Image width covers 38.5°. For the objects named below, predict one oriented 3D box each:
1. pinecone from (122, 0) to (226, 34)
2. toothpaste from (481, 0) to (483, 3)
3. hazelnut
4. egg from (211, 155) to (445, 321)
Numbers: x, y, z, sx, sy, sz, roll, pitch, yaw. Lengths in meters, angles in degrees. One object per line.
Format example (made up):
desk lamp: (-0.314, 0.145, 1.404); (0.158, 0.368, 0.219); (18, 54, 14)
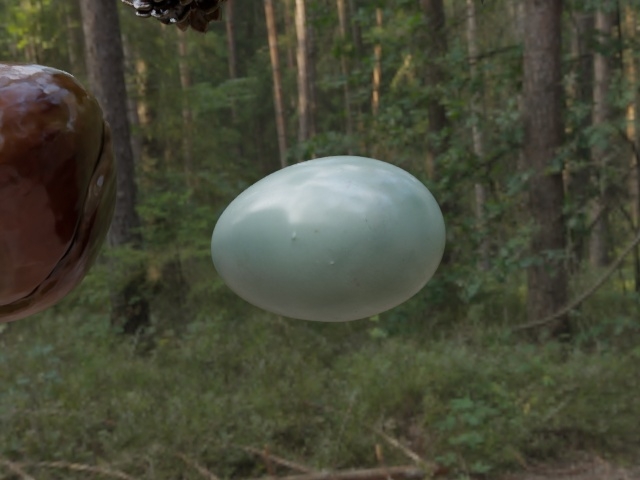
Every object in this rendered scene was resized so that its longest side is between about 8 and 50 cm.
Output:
pinecone: (-0.230, -0.414, 1.368); (0.212, 0.185, 0.169); (-1, -12, -45)
toothpaste: (0.254, -0.389, 1.436); (0.015, 0.024, 0.083); (7, 4, 10)
hazelnut: (-0.433, -0.072, 1.219); (0.315, 0.372, 0.372); (38, 29, 22)
egg: (0.000, 0.000, 1.287); (0.371, 0.229, 0.230); (-5, 8, 36)
